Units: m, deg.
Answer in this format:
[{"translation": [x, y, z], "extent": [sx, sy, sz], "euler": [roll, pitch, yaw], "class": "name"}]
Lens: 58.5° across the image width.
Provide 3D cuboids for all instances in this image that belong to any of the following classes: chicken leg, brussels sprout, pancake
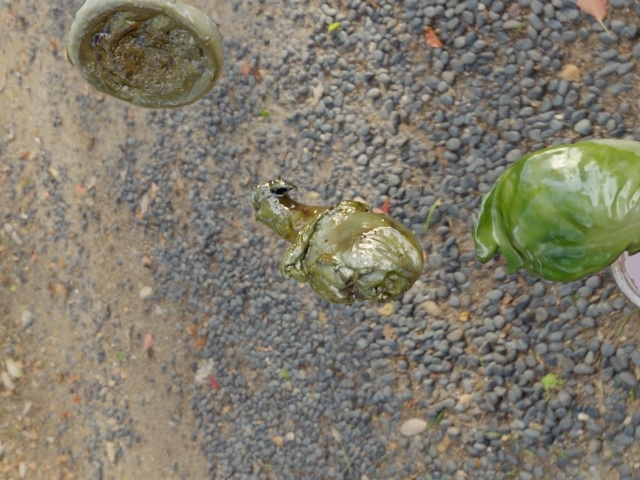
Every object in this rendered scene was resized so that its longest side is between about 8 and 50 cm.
[{"translation": [0.000, 0.000, 0.577], "extent": [0.227, 0.088, 0.103], "euler": [25, 87, 33], "class": "chicken leg"}, {"translation": [0.239, -0.027, 0.531], "extent": [0.181, 0.100, 0.139], "euler": [-10, 131, 32], "class": "brussels sprout"}, {"translation": [-0.153, -0.167, 0.514], "extent": [0.139, 0.139, 0.022], "euler": [-28, 55, 35], "class": "pancake"}]

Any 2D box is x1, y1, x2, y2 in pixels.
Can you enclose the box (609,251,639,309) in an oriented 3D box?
[{"translation": [0.592, -0.002, 0.875], "extent": [0.300, 0.216, 0.301], "euler": [-2, 85, 24], "class": "box"}]
